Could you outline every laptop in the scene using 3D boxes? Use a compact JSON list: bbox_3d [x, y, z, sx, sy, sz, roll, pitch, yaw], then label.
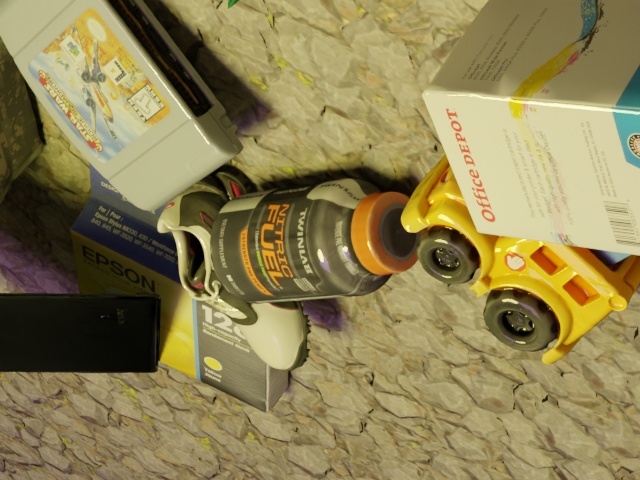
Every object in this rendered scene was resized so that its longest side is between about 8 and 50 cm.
[{"bbox_3d":[-0.420,0.027,2.102,0.408,0.236,0.382,54,164,12],"label":"laptop"}]

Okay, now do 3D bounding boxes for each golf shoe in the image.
[{"bbox_3d":[-0.109,0.052,1.919,0.105,0.120,0.273,-9,114,44],"label":"golf shoe"}]

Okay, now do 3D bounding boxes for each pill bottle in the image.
[{"bbox_3d":[0.000,0.000,1.787,0.245,0.130,0.130,-7,129,47],"label":"pill bottle"}]

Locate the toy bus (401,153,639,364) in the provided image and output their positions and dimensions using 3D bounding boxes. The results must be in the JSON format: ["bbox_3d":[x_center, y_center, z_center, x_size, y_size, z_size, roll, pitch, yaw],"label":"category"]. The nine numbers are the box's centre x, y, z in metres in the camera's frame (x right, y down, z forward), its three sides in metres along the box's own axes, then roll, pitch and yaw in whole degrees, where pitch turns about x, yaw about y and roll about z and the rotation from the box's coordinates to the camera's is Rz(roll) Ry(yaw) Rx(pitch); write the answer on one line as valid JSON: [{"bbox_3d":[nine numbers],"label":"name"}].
[{"bbox_3d":[0.220,-0.018,1.545,0.220,0.149,0.211,42,142,-6],"label":"toy bus"}]

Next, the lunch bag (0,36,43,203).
[{"bbox_3d":[-0.511,-0.183,1.990,0.287,0.169,0.235,20,148,16],"label":"lunch bag"}]

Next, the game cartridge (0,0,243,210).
[{"bbox_3d":[-0.231,-0.177,1.778,0.198,0.062,0.297,-32,99,43],"label":"game cartridge"}]

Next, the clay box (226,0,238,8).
[{"bbox_3d":[-0.031,-0.304,1.324,0.053,0.222,0.127,30,147,10],"label":"clay box"}]

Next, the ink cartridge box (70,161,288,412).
[{"bbox_3d":[-0.184,0.069,2.113,0.303,0.072,0.307,25,149,16],"label":"ink cartridge box"}]

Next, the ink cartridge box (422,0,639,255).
[{"bbox_3d":[0.241,-0.108,1.377,0.232,0.168,0.171,10,139,35],"label":"ink cartridge box"}]
